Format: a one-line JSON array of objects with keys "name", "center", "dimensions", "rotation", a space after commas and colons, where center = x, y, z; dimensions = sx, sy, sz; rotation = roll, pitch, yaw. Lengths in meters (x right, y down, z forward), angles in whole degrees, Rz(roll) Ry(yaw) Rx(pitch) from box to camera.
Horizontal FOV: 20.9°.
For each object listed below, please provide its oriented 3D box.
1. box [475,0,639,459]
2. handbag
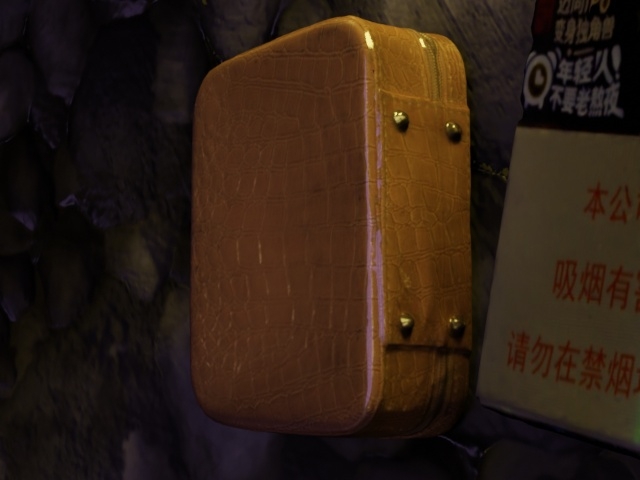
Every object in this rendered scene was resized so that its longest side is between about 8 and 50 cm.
[{"name": "box", "center": [0.157, -0.072, 0.620], "dimensions": [0.198, 0.084, 0.310], "rotation": [-169, 87, -66]}, {"name": "handbag", "center": [0.000, 0.000, 0.828], "dimensions": [0.151, 0.072, 0.193], "rotation": [-11, 79, 45]}]
